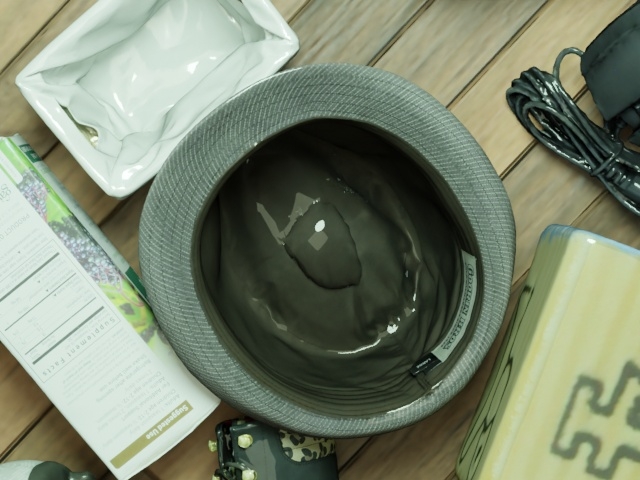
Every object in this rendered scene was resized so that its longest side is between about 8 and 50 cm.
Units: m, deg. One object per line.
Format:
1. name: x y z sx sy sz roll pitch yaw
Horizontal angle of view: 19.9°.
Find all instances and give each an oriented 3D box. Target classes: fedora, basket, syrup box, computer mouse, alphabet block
1. fedora: 0.000 0.000 1.248 0.244 0.124 0.275 -44 111 2
2. basket: -0.109 -0.122 1.255 0.167 0.103 0.113 -40 95 2
3. syrup box: -0.175 0.045 1.273 0.096 0.093 0.237 -40 95 2
4. computer mouse: 0.256 -0.113 1.212 0.188 0.072 0.272 38 128 0
5. alphabet block: 0.215 0.113 1.234 0.193 0.192 0.197 21 93 2

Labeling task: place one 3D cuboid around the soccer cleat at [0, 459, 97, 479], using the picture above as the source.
1. soccer cleat: -0.182 0.313 1.302 0.143 0.116 0.331 -16 98 22

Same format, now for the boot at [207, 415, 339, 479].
1. boot: -0.065 0.216 1.256 0.236 0.085 0.178 -11 92 -41
